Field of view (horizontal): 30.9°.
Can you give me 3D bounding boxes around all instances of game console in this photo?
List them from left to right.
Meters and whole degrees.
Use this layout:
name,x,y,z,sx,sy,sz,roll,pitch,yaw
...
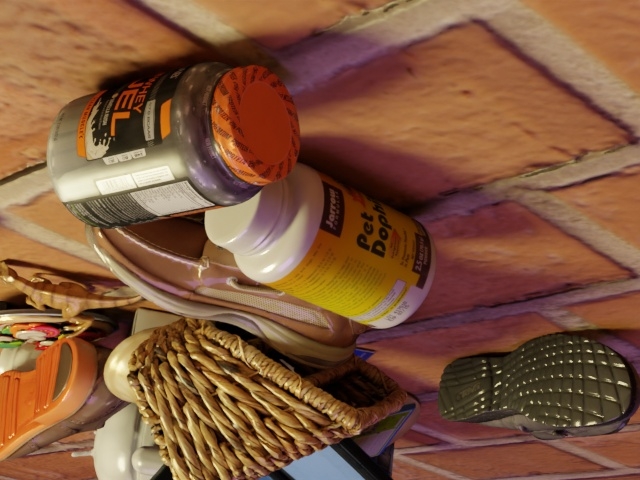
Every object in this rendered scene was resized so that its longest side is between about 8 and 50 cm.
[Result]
name,x,y,z,sx,sy,sz,roll,pitch,yaw
game console,-0.064,0.373,1.672,0.250,0.173,0.293,-13,133,37

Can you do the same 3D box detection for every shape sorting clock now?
name,x,y,z,sx,sy,sz,roll,pitch,yaw
shape sorting clock,0.059,0.295,1.800,0.206,0.040,0.206,-21,150,-13

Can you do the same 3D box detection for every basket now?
name,x,y,z,sx,sy,sz,roll,pitch,yaw
basket,-0.056,0.151,1.335,0.223,0.213,0.299,-28,171,13

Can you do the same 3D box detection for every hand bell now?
name,x,y,z,sx,sy,sz,roll,pitch,yaw
hand bell,-0.170,0.227,1.396,0.126,0.242,0.126,-15,131,-18

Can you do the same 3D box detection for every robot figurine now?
name,x,y,z,sx,sy,sz,roll,pitch,yaw
robot figurine,-0.208,0.339,1.855,0.353,0.200,0.300,4,175,4

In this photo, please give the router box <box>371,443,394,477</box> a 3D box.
name,x,y,z,sx,sy,sz,roll,pitch,yaw
router box,0.078,0.354,1.953,0.038,0.092,0.122,-9,153,33

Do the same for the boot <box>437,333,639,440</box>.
name,x,y,z,sx,sy,sz,roll,pitch,yaw
boot,0.338,0.204,1.525,0.222,0.118,0.338,17,166,-31

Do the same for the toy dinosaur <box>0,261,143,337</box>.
name,x,y,z,sx,sy,sz,roll,pitch,yaw
toy dinosaur,-0.298,0.074,1.424,0.211,0.064,0.112,8,156,-5

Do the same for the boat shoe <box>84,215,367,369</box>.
name,x,y,z,sx,sy,sz,roll,pitch,yaw
boat shoe,-0.082,0.020,1.196,0.324,0.123,0.116,24,118,-24

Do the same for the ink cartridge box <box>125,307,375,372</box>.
name,x,y,z,sx,sy,sz,roll,pitch,yaw
ink cartridge box,-0.106,0.173,1.609,0.332,0.065,0.165,10,157,-11

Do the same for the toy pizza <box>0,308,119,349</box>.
name,x,y,z,sx,sy,sz,roll,pitch,yaw
toy pizza,-0.373,0.126,1.561,0.201,0.032,0.201,-1,166,0

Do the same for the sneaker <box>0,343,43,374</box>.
name,x,y,z,sx,sy,sz,roll,pitch,yaw
sneaker,-0.370,0.243,1.793,0.169,0.108,0.292,6,157,9

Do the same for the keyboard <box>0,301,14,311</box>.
name,x,y,z,sx,sy,sz,roll,pitch,yaw
keyboard,-0.503,0.101,1.600,0.180,0.023,0.108,-1,156,16

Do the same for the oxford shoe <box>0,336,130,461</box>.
name,x,y,z,sx,sy,sz,roll,pitch,yaw
oxford shoe,-0.370,0.242,1.612,0.133,0.130,0.363,18,150,-34

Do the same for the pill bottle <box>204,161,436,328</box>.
name,x,y,z,sx,sy,sz,roll,pitch,yaw
pill bottle,0.000,0.000,1.090,0.215,0.117,0.117,24,152,-37

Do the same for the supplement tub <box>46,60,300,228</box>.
name,x,y,z,sx,sy,sz,roll,pitch,yaw
supplement tub,-0.118,-0.078,0.938,0.190,0.117,0.117,-10,152,33
